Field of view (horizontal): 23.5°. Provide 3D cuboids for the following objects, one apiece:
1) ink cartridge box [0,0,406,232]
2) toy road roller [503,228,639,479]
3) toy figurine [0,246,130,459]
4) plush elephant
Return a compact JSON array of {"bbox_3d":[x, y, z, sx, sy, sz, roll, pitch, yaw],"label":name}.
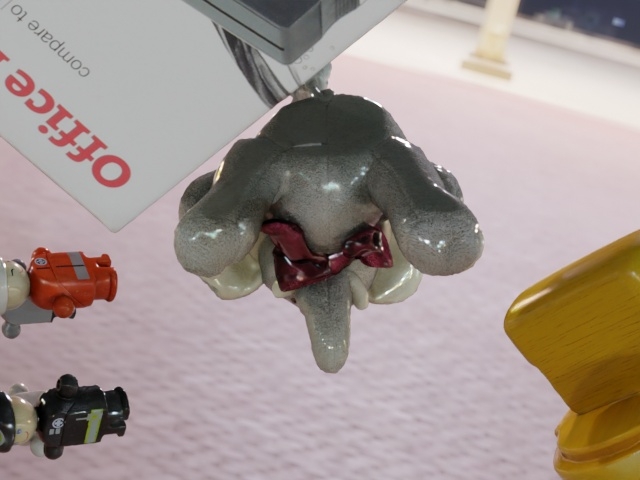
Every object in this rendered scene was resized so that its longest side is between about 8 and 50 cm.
[{"bbox_3d":[-0.088,-0.237,0.978,0.285,0.395,0.166,43,18,-29],"label":"ink cartridge box"},{"bbox_3d":[0.284,0.075,1.124,0.240,0.202,0.329,51,47,-8],"label":"toy road roller"},{"bbox_3d":[-0.297,0.116,1.565,0.148,0.213,0.209,-4,-5,-26],"label":"toy figurine"},{"bbox_3d":[0.000,0.000,1.508,0.272,0.255,0.330,-5,38,-2],"label":"plush elephant"}]
